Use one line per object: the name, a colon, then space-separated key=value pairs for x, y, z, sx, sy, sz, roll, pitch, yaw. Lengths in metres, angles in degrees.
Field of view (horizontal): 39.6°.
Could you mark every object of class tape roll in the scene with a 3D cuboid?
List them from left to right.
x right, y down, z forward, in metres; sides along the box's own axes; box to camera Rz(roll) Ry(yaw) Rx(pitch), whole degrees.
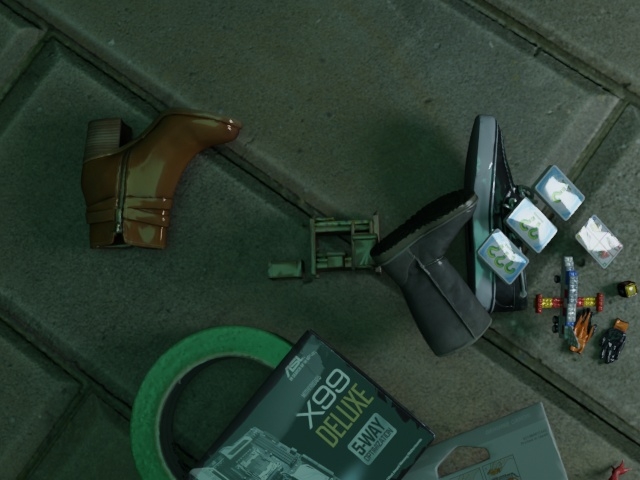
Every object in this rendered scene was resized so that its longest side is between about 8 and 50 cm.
tape roll: x=-0.134 y=0.294 z=1.393 sx=0.321 sy=0.077 sz=0.321 roll=-1 pitch=81 yaw=7

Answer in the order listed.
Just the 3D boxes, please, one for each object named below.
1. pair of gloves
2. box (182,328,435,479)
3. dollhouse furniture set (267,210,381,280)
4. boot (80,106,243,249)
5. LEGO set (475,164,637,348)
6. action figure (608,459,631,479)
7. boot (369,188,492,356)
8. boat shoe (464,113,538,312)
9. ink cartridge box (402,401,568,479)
pair of gloves: x=0.431 y=0.148 z=1.378 sx=0.083 sy=0.010 sz=0.074 roll=19 pitch=83 yaw=7
box: x=-0.020 y=0.322 z=1.297 sx=0.242 sy=0.076 sz=0.307 roll=40 pitch=88 yaw=10
dollhouse furniture set: x=0.000 y=0.000 z=1.376 sx=0.181 sy=0.161 sz=0.101 roll=-3 pitch=81 yaw=6
boot: x=-0.260 y=-0.096 z=1.447 sx=0.283 sy=0.109 sz=0.220 roll=-4 pitch=80 yaw=9
LEGO set: x=0.375 y=0.034 z=1.330 sx=0.244 sy=0.060 sz=0.182 roll=44 pitch=82 yaw=-15
action figure: x=0.389 y=0.424 z=1.312 sx=0.280 sy=0.139 sz=0.091 roll=-35 pitch=81 yaw=23
boot: x=0.193 y=0.051 z=1.291 sx=0.189 sy=0.076 sz=0.208 roll=-34 pitch=108 yaw=13
boat shoe: x=0.282 y=-0.041 z=1.375 sx=0.104 sy=0.113 sz=0.306 roll=-1 pitch=84 yaw=0
ink cartridge box: x=0.241 y=0.412 z=1.290 sx=0.296 sy=0.066 sz=0.261 roll=-28 pitch=52 yaw=22
